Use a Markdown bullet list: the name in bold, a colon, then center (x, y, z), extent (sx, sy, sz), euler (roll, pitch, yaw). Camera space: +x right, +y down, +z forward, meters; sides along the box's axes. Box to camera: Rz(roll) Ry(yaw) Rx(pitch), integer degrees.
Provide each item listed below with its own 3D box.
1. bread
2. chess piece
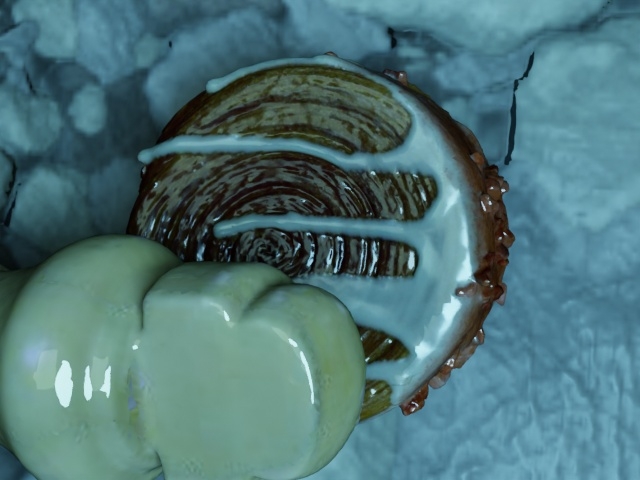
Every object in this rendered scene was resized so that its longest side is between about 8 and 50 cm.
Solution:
- **bread**: center (0.000, 0.000, 0.548), extent (0.160, 0.073, 0.160), euler (-1, 87, 15)
- **chess piece**: center (-0.167, 0.040, 0.524), extent (0.397, 0.117, 0.117), euler (3, 89, 29)
